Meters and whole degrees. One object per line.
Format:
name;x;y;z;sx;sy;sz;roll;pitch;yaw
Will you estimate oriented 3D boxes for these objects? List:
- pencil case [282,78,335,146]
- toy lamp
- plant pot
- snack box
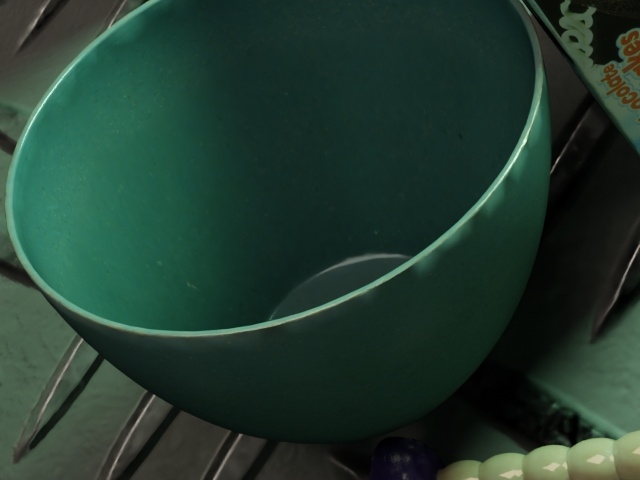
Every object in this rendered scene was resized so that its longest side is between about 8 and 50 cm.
pencil case;-0.024;-0.140;1.104;0.104;0.104;0.236;-37;48;8
toy lamp;0.161;0.113;0.849;0.274;0.080;0.080;-13;57;24
plant pot;0.000;0.000;0.904;0.290;0.195;0.290;-12;44;12
snack box;0.115;-0.174;0.886;0.060;0.322;0.187;-35;50;11
